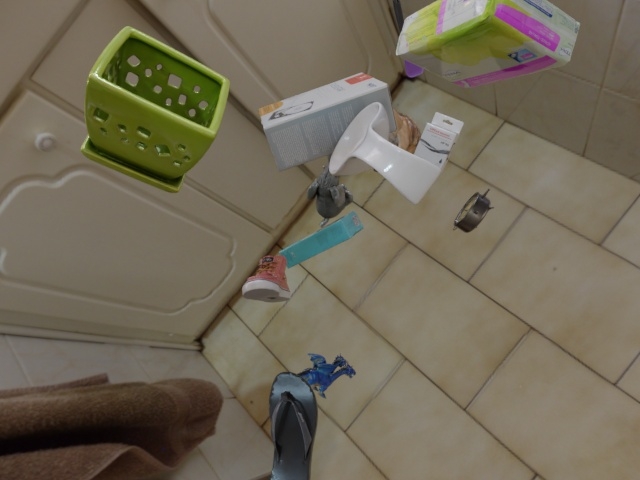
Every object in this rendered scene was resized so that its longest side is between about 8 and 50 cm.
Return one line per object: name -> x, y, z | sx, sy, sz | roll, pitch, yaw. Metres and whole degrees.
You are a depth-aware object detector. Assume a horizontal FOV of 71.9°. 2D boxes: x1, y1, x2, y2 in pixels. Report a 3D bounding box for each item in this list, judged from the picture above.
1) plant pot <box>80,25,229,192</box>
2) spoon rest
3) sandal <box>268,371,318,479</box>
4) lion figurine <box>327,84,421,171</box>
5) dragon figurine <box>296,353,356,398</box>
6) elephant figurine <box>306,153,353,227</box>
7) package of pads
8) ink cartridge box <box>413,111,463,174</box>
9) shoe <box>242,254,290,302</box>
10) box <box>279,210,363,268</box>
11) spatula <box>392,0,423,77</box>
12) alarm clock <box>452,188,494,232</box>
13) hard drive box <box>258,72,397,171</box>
plant pot -> -0.333, -0.243, 0.882 | 0.207, 0.227, 0.228 | -49, 29, 38
spoon rest -> 0.074, -0.139, 0.661 | 0.137, 0.084, 0.276 | -55, 26, 11
sandal -> -0.053, 0.370, 0.828 | 0.097, 0.054, 0.255 | -9, 57, 8
lion figurine -> 0.160, -0.346, 1.248 | 0.142, 0.392, 0.240 | -14, 45, 37
dragon figurine -> -0.007, 0.417, 1.416 | 0.085, 0.289, 0.144 | 26, 86, 50
elephant figurine -> 0.025, -0.197, 1.673 | 0.169, 0.239, 0.186 | -24, 68, 2
package of pads -> 0.323, -0.416, 0.913 | 0.296, 0.229, 0.101 | 18, 94, 65
ink cartridge box -> 0.174, -0.145, 0.663 | 0.048, 0.028, 0.083 | 27, 114, 19
shoe -> -0.099, 0.065, 0.807 | 0.063, 0.178, 0.081 | -11, 76, 9
box -> 0.000, 0.000, 1.297 | 0.244, 0.100, 0.060 | -27, 93, 33
spatula -> 0.326, -0.776, 1.685 | 0.084, 0.296, 0.030 | -27, 17, -16
alarm clock -> 0.478, -0.078, 1.413 | 0.064, 0.192, 0.129 | 35, 64, 1
hard drive box -> 0.005, -0.235, 0.857 | 0.232, 0.089, 0.181 | -20, 29, -2
